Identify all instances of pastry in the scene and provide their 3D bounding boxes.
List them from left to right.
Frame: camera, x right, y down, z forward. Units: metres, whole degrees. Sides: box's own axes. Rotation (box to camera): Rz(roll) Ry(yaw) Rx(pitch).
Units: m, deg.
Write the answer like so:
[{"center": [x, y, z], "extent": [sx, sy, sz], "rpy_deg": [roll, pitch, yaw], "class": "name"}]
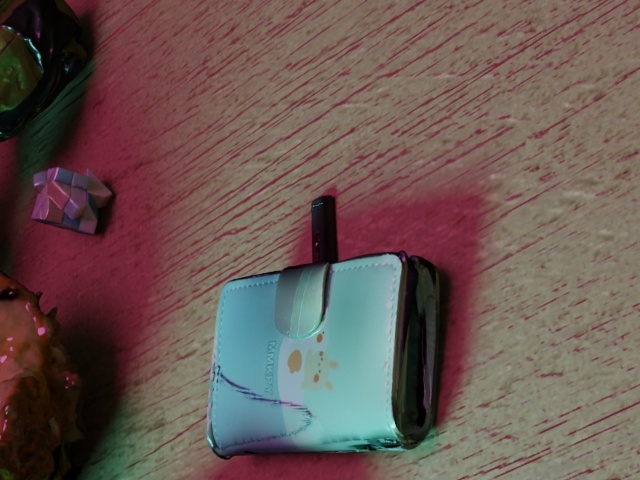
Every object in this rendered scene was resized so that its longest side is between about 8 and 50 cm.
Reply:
[{"center": [-0.397, 0.228, 1.914], "extent": [0.405, 0.292, 0.337], "rpy_deg": [-78, 4, -51], "class": "pastry"}]

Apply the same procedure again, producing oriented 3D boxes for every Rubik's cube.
[{"center": [-0.276, -0.049, 2.072], "extent": [0.084, 0.075, 0.073], "rpy_deg": [5, 78, 50], "class": "Rubik's cube"}]

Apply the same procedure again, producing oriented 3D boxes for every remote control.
[{"center": [0.000, 0.000, 1.765], "extent": [0.034, 0.016, 0.091], "rpy_deg": [-32, 50, 44], "class": "remote control"}]

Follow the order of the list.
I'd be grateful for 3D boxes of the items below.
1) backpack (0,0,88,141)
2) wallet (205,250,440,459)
[{"center": [-0.395, -0.183, 2.185], "extent": [0.207, 0.140, 0.253], "rpy_deg": [-22, 26, 44], "class": "backpack"}, {"center": [0.000, 0.105, 1.670], "extent": [0.250, 0.075, 0.176], "rpy_deg": [-10, 70, 47], "class": "wallet"}]
